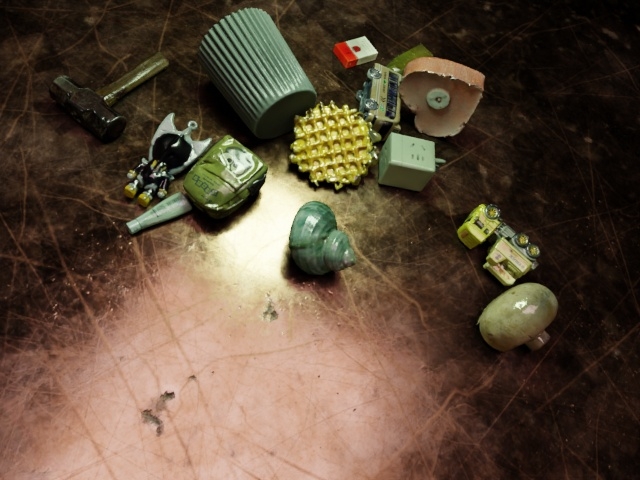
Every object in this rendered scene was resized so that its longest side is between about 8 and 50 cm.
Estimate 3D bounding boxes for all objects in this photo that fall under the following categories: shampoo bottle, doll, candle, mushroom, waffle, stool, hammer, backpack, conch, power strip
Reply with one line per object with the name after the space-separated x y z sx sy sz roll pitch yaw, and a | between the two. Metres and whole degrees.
-0.483 -0.078 1.393 0.191 0.041 0.069 -33 82 -26 | shampoo bottle
-0.475 -0.248 1.448 0.146 0.103 0.316 24 67 17 | doll
0.450 -0.538 1.690 0.317 0.287 0.131 42 54 -35 | candle
0.632 0.236 1.430 0.254 0.189 0.195 -31 72 -22 | mushroom
0.051 -0.320 1.598 0.330 0.062 0.328 1 87 -11 | waffle
-0.201 -0.545 1.574 0.297 0.297 0.330 -29 79 -25 | stool
-0.657 -0.514 1.561 0.243 0.095 0.408 35 55 5 | hammer
-0.298 -0.187 1.446 0.207 0.140 0.253 38 67 6 | backpack
0.000 0.000 1.413 0.277 0.195 0.220 35 27 33 | conch
0.327 -0.267 1.638 0.225 0.139 0.140 11 60 -9 | power strip

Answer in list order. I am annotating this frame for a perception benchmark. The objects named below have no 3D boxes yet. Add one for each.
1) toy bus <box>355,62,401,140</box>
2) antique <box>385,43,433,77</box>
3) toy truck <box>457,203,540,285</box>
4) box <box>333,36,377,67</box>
0.219 -0.506 1.737 0.158 0.139 0.289 16 57 -11 | toy bus
0.354 -0.714 1.907 0.221 0.080 0.081 -37 79 -27 | antique
0.589 0.021 1.569 0.157 0.124 0.272 -42 82 -18 | toy truck
0.143 -0.767 1.901 0.152 0.048 0.100 -25 70 -26 | box
